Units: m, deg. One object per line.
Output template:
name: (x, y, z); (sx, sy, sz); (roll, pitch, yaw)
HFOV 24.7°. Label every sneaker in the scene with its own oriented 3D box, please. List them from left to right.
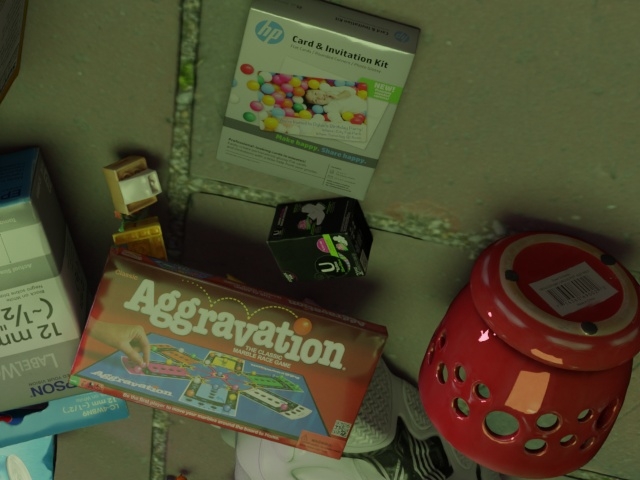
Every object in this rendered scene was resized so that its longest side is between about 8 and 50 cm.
sneaker: (0.045, 0.260, 1.619); (0.210, 0.137, 0.366); (-25, 120, 35)

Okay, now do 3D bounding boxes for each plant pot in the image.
plant pot: (0.202, 0.096, 1.367); (0.191, 0.191, 0.174); (14, 129, -1)

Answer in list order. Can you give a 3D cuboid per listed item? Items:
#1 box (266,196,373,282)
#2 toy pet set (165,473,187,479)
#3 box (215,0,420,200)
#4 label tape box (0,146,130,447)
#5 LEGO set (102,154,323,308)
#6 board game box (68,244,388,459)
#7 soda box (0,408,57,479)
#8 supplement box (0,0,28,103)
box: (0.000, 0.000, 1.409); (0.083, 0.052, 0.062); (-5, 133, 20)
toy pet set: (-0.111, 0.315, 1.787); (0.122, 0.065, 0.114); (43, 165, -24)
box: (-0.006, -0.126, 1.287); (0.145, 0.038, 0.186); (16, 137, -3)
label tape box: (-0.354, 0.101, 1.470); (0.249, 0.115, 0.348); (-13, 120, 1)
LEGO set: (-0.136, 0.033, 1.473); (0.132, 0.107, 0.287); (-46, 112, 6)
board game box: (-0.089, 0.111, 1.425); (0.281, 0.027, 0.145); (17, 107, -10)
soda box: (-0.415, 0.241, 1.710); (0.210, 0.067, 0.071); (2, 107, -7)
supplement box: (-0.343, -0.222, 1.156); (0.195, 0.194, 0.356); (17, 137, -4)
